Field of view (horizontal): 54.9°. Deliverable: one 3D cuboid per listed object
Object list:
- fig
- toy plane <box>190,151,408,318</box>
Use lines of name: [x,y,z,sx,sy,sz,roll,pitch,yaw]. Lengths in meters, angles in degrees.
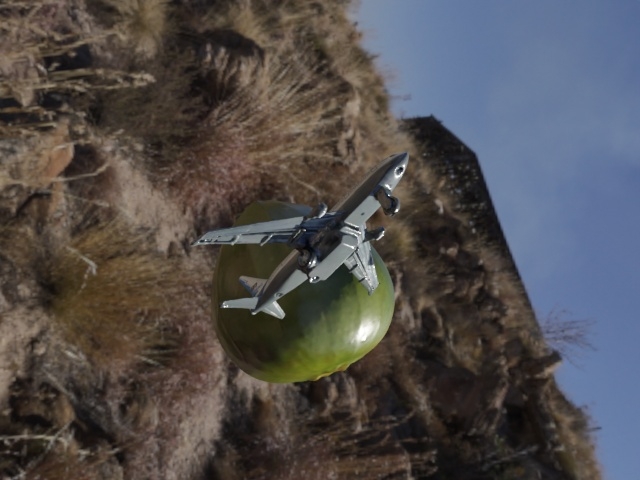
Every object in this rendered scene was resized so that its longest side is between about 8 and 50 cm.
fig: [-0.044,0.072,1.004,0.316,0.316,0.316,-6,90,-89]
toy plane: [0.000,0.004,0.556,0.226,0.226,0.058,19,45,-43]
